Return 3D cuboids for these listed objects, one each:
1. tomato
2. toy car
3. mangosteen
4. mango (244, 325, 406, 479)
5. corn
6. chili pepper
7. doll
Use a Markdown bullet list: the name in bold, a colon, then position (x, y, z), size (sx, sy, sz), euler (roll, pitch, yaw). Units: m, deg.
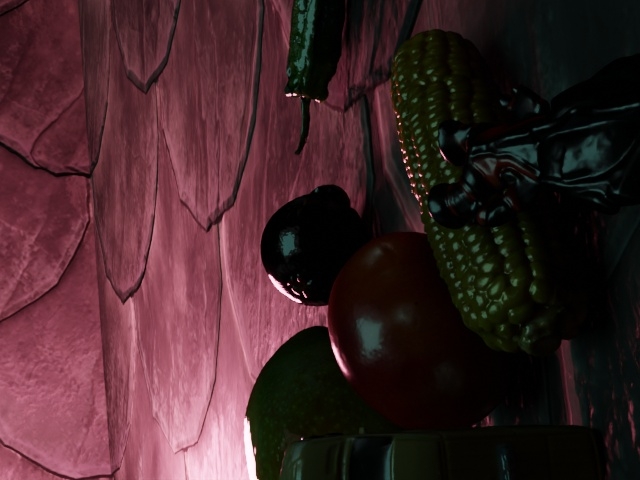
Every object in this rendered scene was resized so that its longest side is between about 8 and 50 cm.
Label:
- **tomato**: position (0.089, 0.086, 1.319), size (0.136, 0.195, 0.195), euler (-37, 44, 16)
- **toy car**: position (0.101, 0.200, 1.184), size (0.124, 0.256, 0.101), euler (147, 121, -63)
- **mangosteen**: position (0.000, 0.000, 1.667), size (0.137, 0.137, 0.151), euler (111, -176, -47)
- **mango**: position (0.018, 0.202, 1.511), size (0.382, 0.201, 0.225), euler (-112, 4, -66)
- **corn**: position (0.138, -0.047, 1.269), size (0.120, 0.120, 0.363), euler (108, 155, -43)
- **chili pepper**: position (0.003, -0.248, 1.697), size (0.122, 0.065, 0.279), euler (-119, 37, -58)
- **doll**: position (0.190, -0.073, 1.099), size (0.248, 0.088, 0.127), euler (-18, 81, 43)
